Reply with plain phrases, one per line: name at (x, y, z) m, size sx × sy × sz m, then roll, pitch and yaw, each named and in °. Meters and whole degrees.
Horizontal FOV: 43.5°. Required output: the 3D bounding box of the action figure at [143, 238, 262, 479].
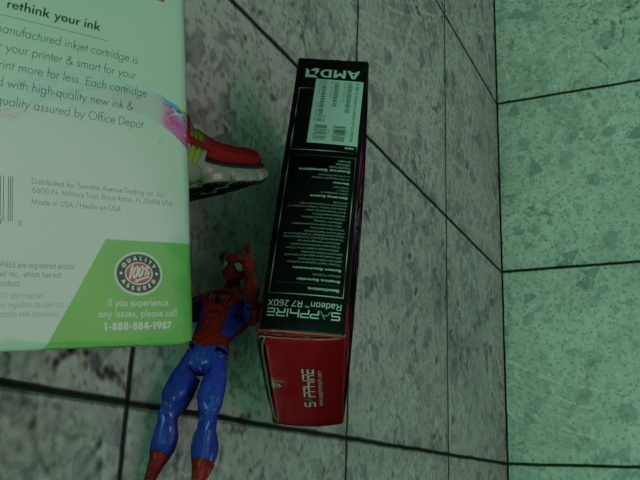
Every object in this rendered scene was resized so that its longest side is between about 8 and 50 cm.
action figure at (-0.119, 0.106, 0.758) m, size 0.139 × 0.091 × 0.281 m, roll 80°, pitch 19°, yaw -50°

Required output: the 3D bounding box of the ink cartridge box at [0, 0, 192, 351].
ink cartridge box at (-0.205, -0.103, 0.539) m, size 0.207 × 0.119 × 0.354 m, roll 5°, pitch 80°, yaw -43°

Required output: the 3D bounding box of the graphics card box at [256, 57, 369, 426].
graphics card box at (0.000, 0.000, 0.936) m, size 0.233 × 0.094 × 0.371 m, roll 88°, pitch 6°, yaw -56°

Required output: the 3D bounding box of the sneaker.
sneaker at (-0.140, -0.101, 0.764) m, size 0.279 × 0.107 × 0.119 m, roll 2°, pitch 78°, yaw -65°
